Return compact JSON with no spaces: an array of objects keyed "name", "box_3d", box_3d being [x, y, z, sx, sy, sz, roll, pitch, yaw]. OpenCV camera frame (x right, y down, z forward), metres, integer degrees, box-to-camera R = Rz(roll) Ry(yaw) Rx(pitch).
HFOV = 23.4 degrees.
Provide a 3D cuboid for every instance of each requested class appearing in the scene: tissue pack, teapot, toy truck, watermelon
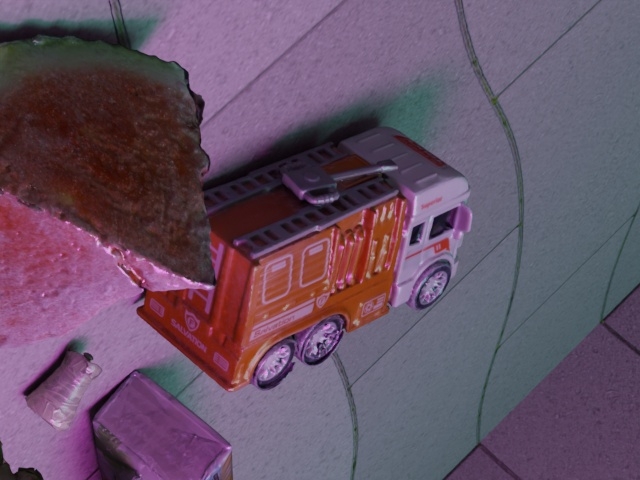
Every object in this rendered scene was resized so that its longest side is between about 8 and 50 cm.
[{"name":"tissue pack","box_3d":[-0.202,0.295,1.849,0.145,0.159,0.229,-45,161,-26]},{"name":"teapot","box_3d":[-0.269,0.154,1.643,0.083,0.057,0.067,-52,-164,3]},{"name":"toy truck","box_3d":[0.000,0.000,1.723,0.388,0.173,0.207,-24,140,-41]},{"name":"watermelon","box_3d":[-0.204,-0.045,1.211,0.193,0.231,0.310,-18,-173,20]}]

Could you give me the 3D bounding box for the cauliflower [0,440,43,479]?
[{"name":"cauliflower","box_3d":[-0.350,0.259,1.364,0.250,0.275,0.272,-10,164,16]}]
